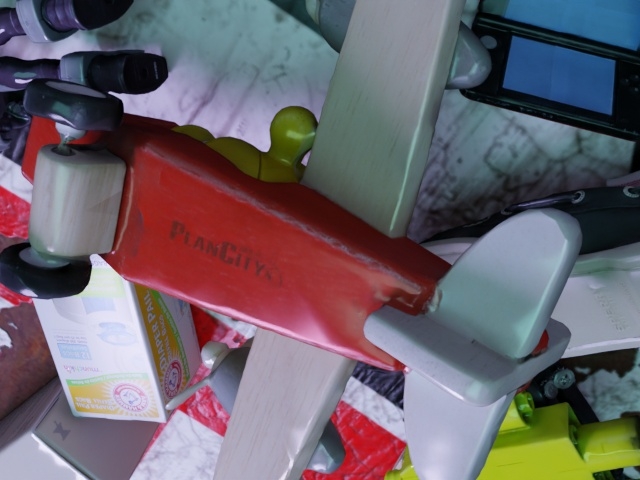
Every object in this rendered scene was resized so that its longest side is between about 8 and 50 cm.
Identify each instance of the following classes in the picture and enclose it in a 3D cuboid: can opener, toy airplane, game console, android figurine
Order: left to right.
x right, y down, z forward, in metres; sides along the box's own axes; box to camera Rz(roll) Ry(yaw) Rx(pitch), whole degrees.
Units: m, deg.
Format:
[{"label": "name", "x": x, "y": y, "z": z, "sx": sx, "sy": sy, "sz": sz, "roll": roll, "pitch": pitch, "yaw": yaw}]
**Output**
[{"label": "toy airplane", "x": 0.000, "y": 0.000, "z": 0.510, "sx": 0.386, "sy": 0.272, "sz": 0.384, "roll": -25, "pitch": 94, "yaw": 21}, {"label": "android figurine", "x": 0.194, "y": 0.242, "z": 0.669, "sx": 0.273, "sy": 0.056, "sz": 0.248, "roll": -23, "pitch": 116, "yaw": 33}, {"label": "can opener", "x": 0.246, "y": 0.173, "z": 0.676, "sx": 0.059, "sy": 0.073, "sz": 0.186, "roll": -46, "pitch": 103, "yaw": -14}, {"label": "game console", "x": 0.186, "y": -0.155, "z": 0.494, "sx": 0.144, "sy": 0.124, "sz": 0.085, "roll": 16, "pitch": 147, "yaw": 5}]

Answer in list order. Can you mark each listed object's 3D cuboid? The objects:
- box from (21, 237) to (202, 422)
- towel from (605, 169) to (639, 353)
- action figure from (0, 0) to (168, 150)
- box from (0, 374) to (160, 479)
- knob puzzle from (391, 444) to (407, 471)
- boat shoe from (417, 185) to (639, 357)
[{"label": "box", "x": -0.206, "y": 0.074, "z": 0.697, "sx": 0.114, "sy": 0.103, "sz": 0.203, "roll": 1, "pitch": 118, "yaw": 13}, {"label": "towel", "x": 0.336, "y": 0.020, "z": 0.582, "sx": 0.144, "sy": 0.029, "sz": 0.197, "roll": -13, "pitch": 114, "yaw": 19}, {"label": "action figure", "x": -0.290, "y": -0.164, "z": 0.598, "sx": 0.285, "sy": 0.099, "sz": 0.185, "roll": 2, "pitch": 125, "yaw": 17}, {"label": "box", "x": -0.346, "y": 0.275, "z": 0.816, "sx": 0.311, "sy": 0.148, "sz": 0.121, "roll": -35, "pitch": 106, "yaw": 28}, {"label": "knob puzzle", "x": 0.173, "y": 0.285, "z": 0.762, "sx": 0.213, "sy": 0.030, "sz": 0.213, "roll": 6, "pitch": 118, "yaw": 11}, {"label": "boat shoe", "x": 0.205, "y": 0.014, "z": 0.553, "sx": 0.340, "sy": 0.113, "sz": 0.127, "roll": -13, "pitch": 117, "yaw": 49}]
